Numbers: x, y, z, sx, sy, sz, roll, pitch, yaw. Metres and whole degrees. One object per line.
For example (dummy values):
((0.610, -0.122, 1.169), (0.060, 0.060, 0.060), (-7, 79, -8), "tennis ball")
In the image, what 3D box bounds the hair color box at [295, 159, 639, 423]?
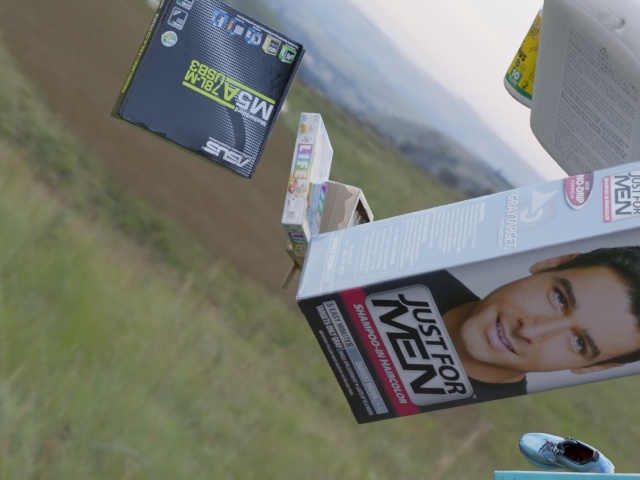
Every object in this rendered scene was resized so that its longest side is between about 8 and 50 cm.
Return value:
((0.185, 0.058, 1.492), (0.113, 0.374, 0.185), (-78, 149, -51), "hair color box")

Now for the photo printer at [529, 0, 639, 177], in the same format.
((0.346, -0.165, 1.609), (0.256, 0.107, 0.307), (51, -19, 31), "photo printer")

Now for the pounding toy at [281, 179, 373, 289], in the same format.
((0.000, 0.000, 1.981), (0.100, 0.130, 0.141), (16, -15, 16), "pounding toy")

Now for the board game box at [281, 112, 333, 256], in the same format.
((-0.016, -0.069, 1.833), (0.026, 0.154, 0.103), (5, -22, 12), "board game box")

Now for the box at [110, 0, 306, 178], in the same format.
((-0.136, -0.196, 1.783), (0.190, 0.184, 0.045), (26, -8, -23), "box")

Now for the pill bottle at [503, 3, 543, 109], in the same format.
((0.395, -0.323, 2.392), (0.117, 0.208, 0.117), (18, 32, -12), "pill bottle")

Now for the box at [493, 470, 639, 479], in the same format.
((0.367, 0.348, 1.988), (0.244, 0.060, 0.100), (-3, -10, 25), "box")

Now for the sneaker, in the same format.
((0.384, 0.329, 2.289), (0.162, 0.063, 0.073), (12, -33, 38), "sneaker")
